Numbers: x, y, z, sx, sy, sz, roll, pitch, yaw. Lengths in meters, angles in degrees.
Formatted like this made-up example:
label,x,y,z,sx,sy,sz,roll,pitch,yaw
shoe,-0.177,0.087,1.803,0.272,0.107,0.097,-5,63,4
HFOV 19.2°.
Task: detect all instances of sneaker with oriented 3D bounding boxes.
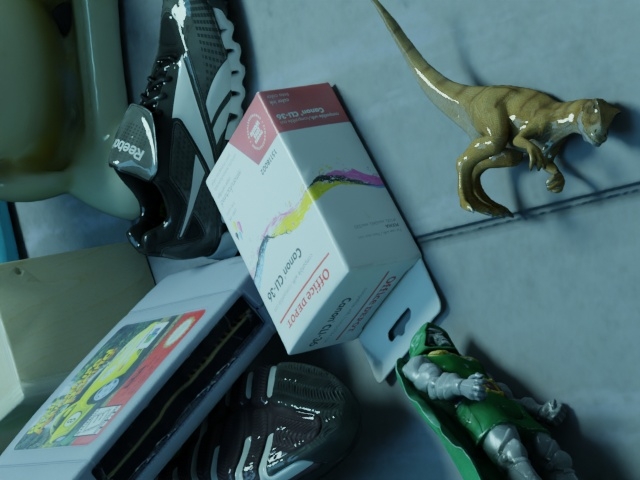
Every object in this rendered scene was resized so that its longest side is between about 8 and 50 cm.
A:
label,x,y,z,sx,sy,sz,roll,pitch,yaw
sneaker,-0.116,-0.090,1.479,0.078,0.106,0.234,17,113,53
sneaker,-0.041,0.190,1.444,0.281,0.162,0.106,-22,42,39

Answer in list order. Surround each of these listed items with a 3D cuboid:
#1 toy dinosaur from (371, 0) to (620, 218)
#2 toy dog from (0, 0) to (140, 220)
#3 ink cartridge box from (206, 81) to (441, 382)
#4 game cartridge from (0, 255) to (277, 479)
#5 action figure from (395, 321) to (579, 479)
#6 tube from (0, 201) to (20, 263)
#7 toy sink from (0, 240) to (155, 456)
label,x,y,z,sx,sy,sz,roll,pitch,yaw
toy dinosaur,0.109,-0.075,1.196,0.211,0.064,0.112,22,99,43
toy dog,-0.401,-0.156,1.620,0.395,0.408,0.285,23,117,52
ink cartridge box,0.000,0.000,1.361,0.198,0.067,0.115,62,144,24
game cartridge,-0.148,0.124,1.443,0.060,0.294,0.196,47,151,-13
action figure,0.112,0.119,1.199,0.063,0.137,0.232,-61,36,13
tube,-0.338,-0.035,1.897,0.080,0.052,0.207,-29,69,51
toy sink,-0.256,0.102,1.709,0.234,0.152,0.131,-39,66,55
